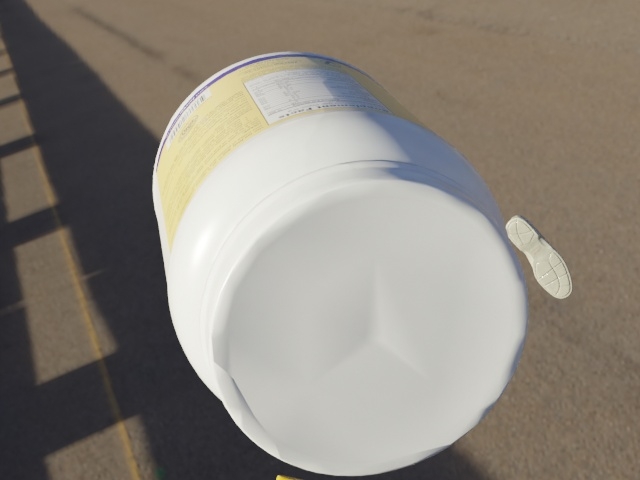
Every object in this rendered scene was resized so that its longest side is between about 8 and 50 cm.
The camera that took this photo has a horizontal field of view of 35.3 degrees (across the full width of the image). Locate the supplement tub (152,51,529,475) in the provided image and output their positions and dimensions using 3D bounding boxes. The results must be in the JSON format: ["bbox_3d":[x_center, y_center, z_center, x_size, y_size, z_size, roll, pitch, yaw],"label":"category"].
[{"bbox_3d":[0.000,0.000,0.764,0.241,0.241,0.331,-18,24,-5],"label":"supplement tub"}]

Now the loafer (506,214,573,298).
[{"bbox_3d":[0.291,0.017,1.319,0.045,0.125,0.039,-36,2,26],"label":"loafer"}]

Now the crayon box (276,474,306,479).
[{"bbox_3d":[-0.022,0.350,1.027,0.081,0.202,0.318,12,-17,4],"label":"crayon box"}]
